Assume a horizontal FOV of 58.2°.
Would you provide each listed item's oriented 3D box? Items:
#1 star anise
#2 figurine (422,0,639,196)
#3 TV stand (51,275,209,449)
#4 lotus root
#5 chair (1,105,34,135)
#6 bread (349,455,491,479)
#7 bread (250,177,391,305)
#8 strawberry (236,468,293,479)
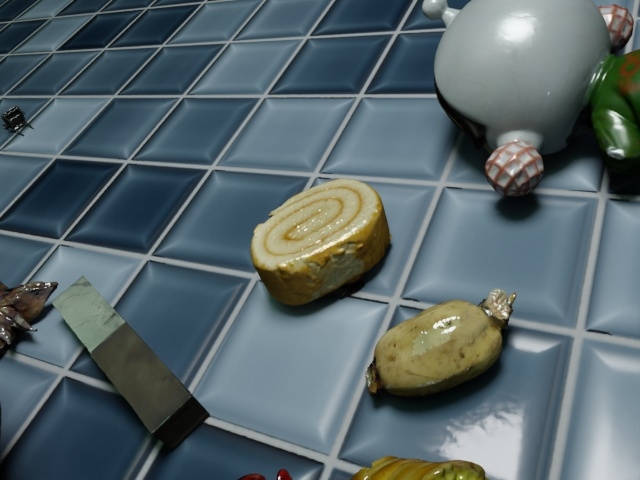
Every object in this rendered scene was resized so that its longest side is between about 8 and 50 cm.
[{"bbox_3d":[-0.382,0.098,0.679,0.124,0.056,0.129,3,50,24],"label":"star anise"},{"bbox_3d":[0.270,-0.159,0.582,0.370,0.167,0.281,27,67,29],"label":"figurine"},{"bbox_3d":[-0.209,0.116,0.603,0.049,0.040,0.256,-44,48,-18],"label":"TV stand"},{"bbox_3d":[0.104,0.087,0.487,0.152,0.063,0.072,-31,35,-2],"label":"lotus root"},{"bbox_3d":[-0.572,-0.227,1.074,0.086,0.042,0.037,26,58,37],"label":"chair"},{"bbox_3d":[0.053,0.238,0.294,0.181,0.096,0.222,37,62,-7],"label":"bread"},{"bbox_3d":[0.000,0.000,0.609,0.149,0.073,0.122,-27,39,-7],"label":"bread"},{"bbox_3d":[-0.128,0.275,0.316,0.336,0.265,0.149,-27,72,-28],"label":"strawberry"}]
